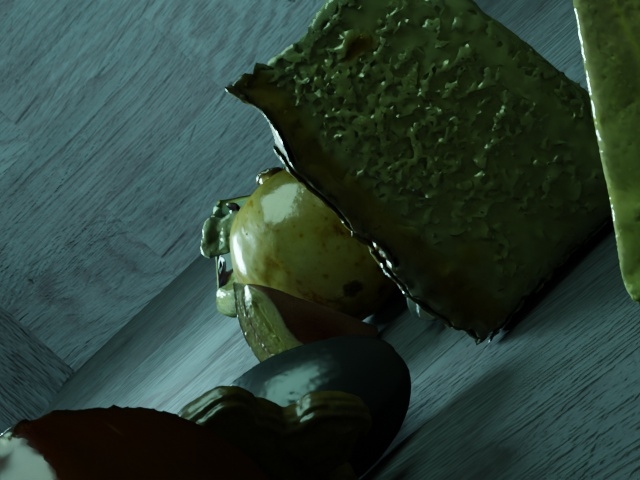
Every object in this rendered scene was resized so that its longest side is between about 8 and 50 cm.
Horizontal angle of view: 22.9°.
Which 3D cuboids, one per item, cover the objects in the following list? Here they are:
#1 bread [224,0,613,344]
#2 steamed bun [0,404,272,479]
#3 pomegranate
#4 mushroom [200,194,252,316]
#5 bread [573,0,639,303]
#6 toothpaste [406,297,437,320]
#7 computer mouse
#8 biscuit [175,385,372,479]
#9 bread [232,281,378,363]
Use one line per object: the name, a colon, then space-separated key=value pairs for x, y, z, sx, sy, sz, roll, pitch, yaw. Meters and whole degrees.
bread: x=0.115 y=-0.094 z=1.445 sx=0.248 sy=0.315 sz=0.279 roll=-44 pitch=-1 yaw=12
steamed bun: x=-0.126 y=0.262 z=1.076 sx=0.235 sy=0.248 sz=0.379 roll=-41 pitch=-15 yaw=5
pomegranate: x=0.000 y=0.000 z=1.822 sx=0.215 sy=0.215 sz=0.215 roll=-46 pitch=8 yaw=8
mushroom: x=-0.067 y=0.013 z=2.500 sx=0.218 sy=0.211 sz=0.292 roll=-3 pitch=-3 yaw=2
bread: x=0.219 y=-0.116 z=1.118 sx=0.163 sy=0.264 sz=0.167 roll=-40 pitch=5 yaw=31
toothpaste: x=0.122 y=0.033 z=1.664 sx=0.078 sy=0.047 sz=0.248 roll=-42 pitch=7 yaw=18
computer mouse: x=-0.040 y=0.179 z=1.420 sx=0.270 sy=0.086 sz=0.137 roll=-41 pitch=51 yaw=23
biscuit: x=-0.080 y=0.219 z=1.322 sx=0.290 sy=0.208 sz=0.041 roll=-35 pitch=41 yaw=13
bread: x=-0.011 y=0.115 z=1.691 sx=0.067 sy=0.192 sz=0.119 roll=-42 pitch=42 yaw=29
